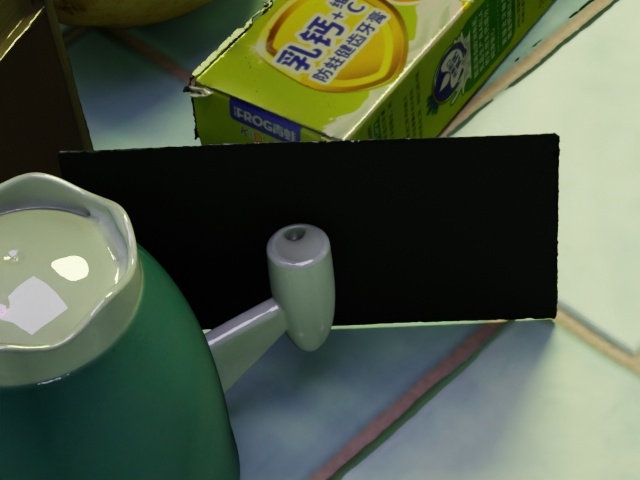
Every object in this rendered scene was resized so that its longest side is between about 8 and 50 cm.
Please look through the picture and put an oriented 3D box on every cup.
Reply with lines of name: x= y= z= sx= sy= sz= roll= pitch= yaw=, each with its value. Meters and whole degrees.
cup: x=-0.129 y=0.064 z=0.857 sx=0.299 sy=0.173 sz=0.167 roll=-25 pitch=48 yaw=-14

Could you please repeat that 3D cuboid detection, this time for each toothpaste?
toothpaste: x=0.061 y=-0.149 z=1.094 sx=0.110 sy=0.077 sz=0.327 roll=25 pitch=55 yaw=24

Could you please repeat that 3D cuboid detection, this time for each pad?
pad: x=0.000 y=0.000 z=0.906 sx=0.243 sy=0.164 sz=0.004 roll=-2 pitch=54 yaw=4

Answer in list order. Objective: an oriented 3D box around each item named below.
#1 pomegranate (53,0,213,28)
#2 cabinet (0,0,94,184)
pomegranate: x=-0.134 y=-0.260 z=1.100 sx=0.260 sy=0.260 sz=0.260 roll=-4 pitch=47 yaw=4
cabinet: x=-0.244 y=-0.075 z=0.969 sx=0.148 sy=0.215 sz=0.175 roll=15 pitch=51 yaw=20
